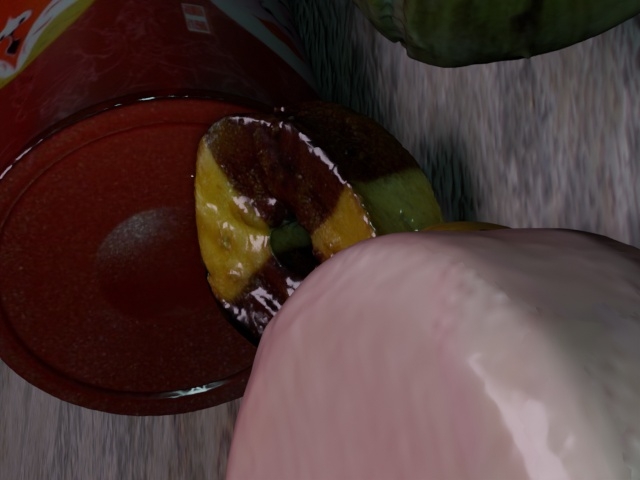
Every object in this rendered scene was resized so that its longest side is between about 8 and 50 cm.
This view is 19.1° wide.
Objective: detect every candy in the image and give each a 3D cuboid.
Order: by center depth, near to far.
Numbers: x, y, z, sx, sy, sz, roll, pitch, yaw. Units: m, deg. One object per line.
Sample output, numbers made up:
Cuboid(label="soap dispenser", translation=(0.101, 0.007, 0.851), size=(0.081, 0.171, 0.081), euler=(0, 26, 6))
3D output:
Cuboid(label="candy", translation=(0.052, 0.110, 0.601), size=(0.255, 0.094, 0.255), euler=(5, 96, 60))

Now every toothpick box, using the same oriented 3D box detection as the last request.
Cuboid(label="toothpick box", translation=(-0.105, -0.085, 1.066), size=(0.333, 0.204, 0.204), euler=(-107, 29, -51))

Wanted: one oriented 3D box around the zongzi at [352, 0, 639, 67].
Cuboid(label="zongzi", translation=(0.031, -0.144, 0.781), size=(0.393, 0.174, 0.356), euler=(89, 163, -50))

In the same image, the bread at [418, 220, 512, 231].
Cuboid(label="bread", translation=(0.064, 0.049, 0.725), size=(0.082, 0.056, 0.115), euler=(-10, 83, 56))

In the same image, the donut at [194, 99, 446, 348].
Cuboid(label="donut", translation=(0.000, 0.000, 0.862), size=(0.140, 0.059, 0.140), euler=(30, 132, 40))
